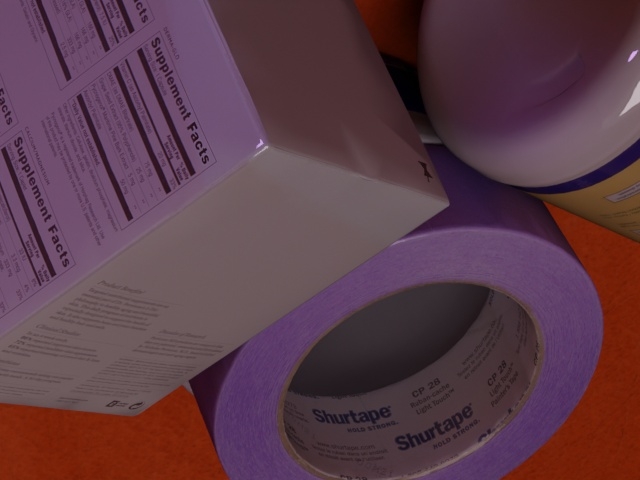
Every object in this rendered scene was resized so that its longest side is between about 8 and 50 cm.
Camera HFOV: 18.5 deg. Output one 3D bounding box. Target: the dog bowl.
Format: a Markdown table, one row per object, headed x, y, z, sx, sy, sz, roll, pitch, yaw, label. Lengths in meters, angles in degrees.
| x | y | z | sx | sy | sz | roll | pitch | yaw | label |
| --- | --- | --- | --- | --- | --- | --- | --- | --- | --- |
| 0.000 | 0.000 | 1.378 | 0.265 | 0.104 | 0.265 | -12 | 134 | -13 | dog bowl |

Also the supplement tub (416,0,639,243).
| x | y | z | sx | sy | sz | roll | pitch | yaw | label |
| --- | --- | --- | --- | --- | --- | --- | --- | --- | --- |
| 0.255 | -0.109 | 1.297 | 0.331 | 0.241 | 0.241 | 22 | 119 | -37 | supplement tub |

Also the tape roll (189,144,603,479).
| x | y | z | sx | sy | sz | roll | pitch | yaw | label |
| --- | --- | --- | --- | --- | --- | --- | --- | --- | --- |
| 0.048 | 0.070 | 1.326 | 0.275 | 0.090 | 0.274 | -12 | 134 | -13 | tape roll |

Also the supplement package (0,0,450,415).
| x | y | z | sx | sy | sz | roll | pitch | yaw | label |
| --- | --- | --- | --- | --- | --- | --- | --- | --- | --- |
| -0.108 | -0.049 | 1.155 | 0.263 | 0.198 | 0.199 | -34 | 156 | 24 | supplement package |
